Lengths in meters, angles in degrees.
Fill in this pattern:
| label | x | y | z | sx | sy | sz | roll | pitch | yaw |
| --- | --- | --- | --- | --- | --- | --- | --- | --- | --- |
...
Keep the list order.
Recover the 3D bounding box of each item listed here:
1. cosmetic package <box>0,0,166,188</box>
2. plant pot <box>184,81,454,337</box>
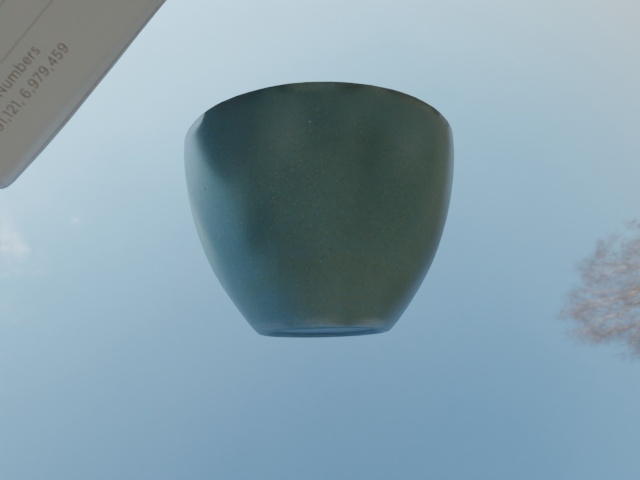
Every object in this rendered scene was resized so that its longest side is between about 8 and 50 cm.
| label | x | y | z | sx | sy | sz | roll | pitch | yaw |
| --- | --- | --- | --- | --- | --- | --- | --- | --- | --- |
| cosmetic package | -0.330 | -0.317 | 0.363 | 0.393 | 0.327 | 0.329 | 39 | -177 | -40 |
| plant pot | 0.000 | 0.000 | 0.502 | 0.290 | 0.290 | 0.195 | 8 | -108 | -31 |
